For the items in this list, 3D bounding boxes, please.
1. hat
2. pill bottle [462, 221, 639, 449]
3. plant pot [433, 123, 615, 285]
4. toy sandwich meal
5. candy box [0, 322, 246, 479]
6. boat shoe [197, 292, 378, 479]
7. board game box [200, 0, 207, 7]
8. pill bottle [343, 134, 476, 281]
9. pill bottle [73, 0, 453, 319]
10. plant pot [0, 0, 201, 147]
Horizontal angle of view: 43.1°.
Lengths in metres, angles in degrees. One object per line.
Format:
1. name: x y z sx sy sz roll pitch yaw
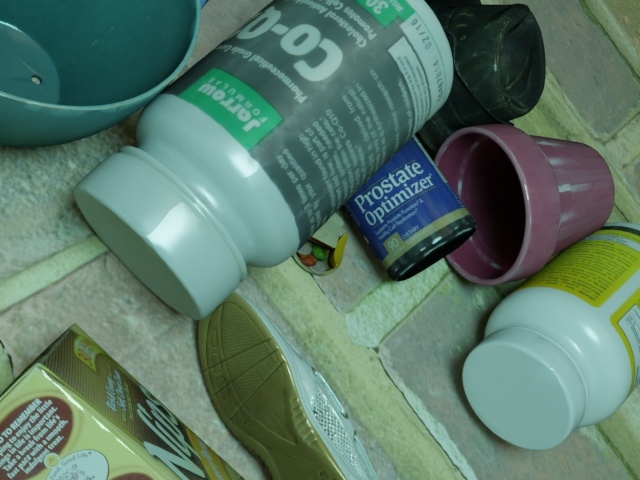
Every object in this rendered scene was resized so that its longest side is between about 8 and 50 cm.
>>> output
1. hat: 0.236 -0.257 1.138 0.331 0.134 0.331 20 63 -45
2. pill bottle: 0.329 0.117 1.031 0.334 0.188 0.187 -29 86 -41
3. plant pot: 0.268 -0.055 1.048 0.180 0.201 0.201 -11 74 -28
4. toy sandwich meal: 0.000 0.000 0.959 0.086 0.029 0.085 16 59 -29
5. candy box: -0.125 0.215 0.658 0.087 0.183 0.316 -45 99 -5
6. boat shoe: -0.027 0.175 0.822 0.277 0.098 0.096 60 26 9
7. board game box: -0.165 -0.410 1.041 0.160 0.039 0.211 39 52 -14
8. pill bottle: 0.081 -0.070 0.984 0.123 0.123 0.219 -23 74 -40
9. pill bottle: -0.050 -0.104 0.810 0.204 0.204 0.361 47 69 -7
10. plant pot: -0.285 -0.200 0.748 0.290 0.195 0.290 16 59 -29
